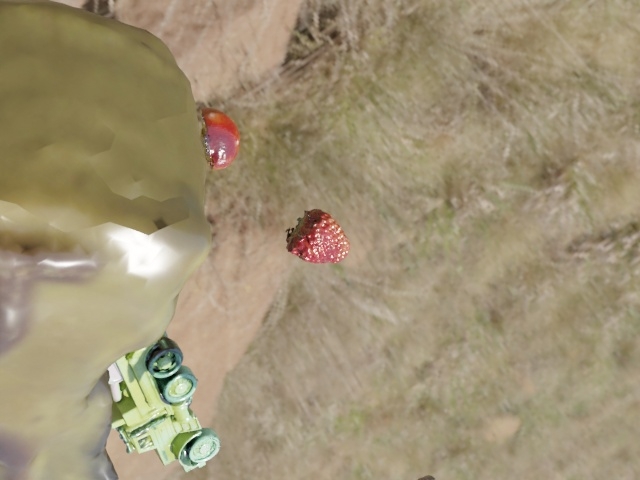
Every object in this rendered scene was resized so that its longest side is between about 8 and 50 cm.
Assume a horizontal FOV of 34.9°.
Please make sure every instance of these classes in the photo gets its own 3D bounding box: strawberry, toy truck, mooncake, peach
[{"bbox_3d":[0.000,0.000,1.291,0.083,0.073,0.073,32,123,-12],"label":"strawberry"},{"bbox_3d":[-0.230,0.194,1.301,0.135,0.128,0.259,-31,135,-13],"label":"toy truck"},{"bbox_3d":[-0.241,0.048,0.755,0.393,0.246,0.394,-19,140,6],"label":"mooncake"},{"bbox_3d":[-0.151,-0.155,1.532,0.061,0.098,0.098,-12,148,-10],"label":"peach"}]

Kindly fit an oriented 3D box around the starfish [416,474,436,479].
[{"bbox_3d":[0.069,0.309,1.032,0.213,0.057,0.238,3,140,-5],"label":"starfish"}]
